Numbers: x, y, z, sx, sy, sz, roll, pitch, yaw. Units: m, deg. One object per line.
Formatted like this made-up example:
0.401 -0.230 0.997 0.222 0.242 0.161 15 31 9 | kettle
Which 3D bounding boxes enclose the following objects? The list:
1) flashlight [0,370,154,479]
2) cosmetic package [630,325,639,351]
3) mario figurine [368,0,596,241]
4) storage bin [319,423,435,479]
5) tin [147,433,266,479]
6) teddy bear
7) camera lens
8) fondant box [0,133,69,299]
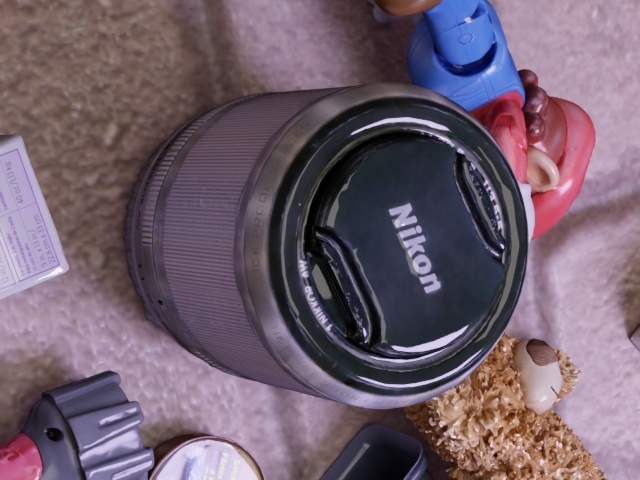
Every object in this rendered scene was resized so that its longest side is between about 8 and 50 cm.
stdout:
-0.270 0.172 1.260 0.304 0.103 0.103 -21 64 -28 | flashlight
0.436 0.029 1.593 0.296 0.153 0.129 -47 110 -17 | cosmetic package
0.095 -0.109 1.398 0.198 0.170 0.320 -62 140 -32 | mario figurine
0.050 0.232 1.435 0.135 0.098 0.091 -51 123 -17 | storage bin
-0.102 0.242 1.383 0.106 0.040 0.189 14 86 -23 | tin
0.178 0.193 1.441 0.245 0.113 0.338 -38 112 -56 | teddy bear
0.000 0.000 1.291 0.219 0.274 0.219 -1 93 -27 | camera lens
-0.355 0.031 1.126 0.330 0.238 0.096 -25 104 -25 | fondant box
